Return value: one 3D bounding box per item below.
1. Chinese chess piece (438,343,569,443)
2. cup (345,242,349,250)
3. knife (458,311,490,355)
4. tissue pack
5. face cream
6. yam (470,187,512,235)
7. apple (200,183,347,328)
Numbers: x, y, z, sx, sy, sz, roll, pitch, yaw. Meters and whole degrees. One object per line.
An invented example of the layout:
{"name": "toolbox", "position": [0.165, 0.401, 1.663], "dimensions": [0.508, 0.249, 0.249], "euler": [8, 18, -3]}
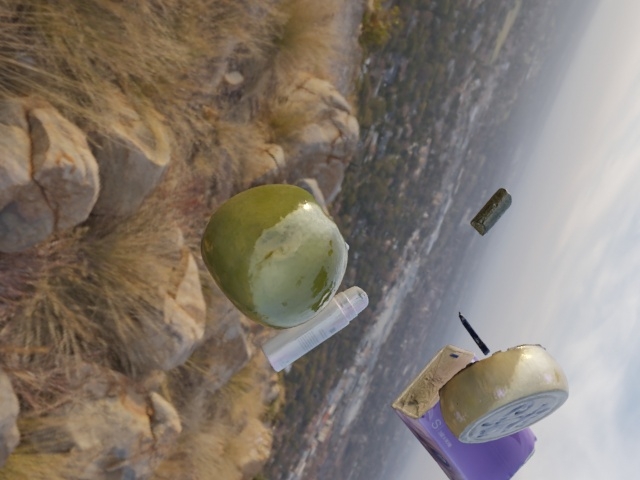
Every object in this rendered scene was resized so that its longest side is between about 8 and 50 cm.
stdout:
{"name": "Chinese chess piece", "position": [0.366, 0.312, 1.220], "dimensions": [0.257, 0.104, 0.257], "euler": [-14, 144, -10]}
{"name": "cup", "position": [0.000, 0.000, 1.804], "dimensions": [0.095, 0.128, 0.129], "euler": [-48, 126, -15]}
{"name": "knife", "position": [0.361, 0.220, 1.437], "dimensions": [0.018, 0.121, 0.031], "euler": [-37, -179, 5]}
{"name": "tissue pack", "position": [0.383, 0.478, 1.578], "dimensions": [0.242, 0.338, 0.160], "euler": [-43, -164, -17]}
{"name": "face cream", "position": [-0.012, 0.256, 1.812], "dimensions": [0.345, 0.102, 0.102], "euler": [-33, 156, -7]}
{"name": "yam", "position": [0.334, -0.055, 1.182], "dimensions": [0.094, 0.043, 0.043], "euler": [-48, 161, -2]}
{"name": "apple", "position": [-0.088, 0.027, 1.204], "dimensions": [0.254, 0.292, 0.292], "euler": [-37, 159, -3]}
